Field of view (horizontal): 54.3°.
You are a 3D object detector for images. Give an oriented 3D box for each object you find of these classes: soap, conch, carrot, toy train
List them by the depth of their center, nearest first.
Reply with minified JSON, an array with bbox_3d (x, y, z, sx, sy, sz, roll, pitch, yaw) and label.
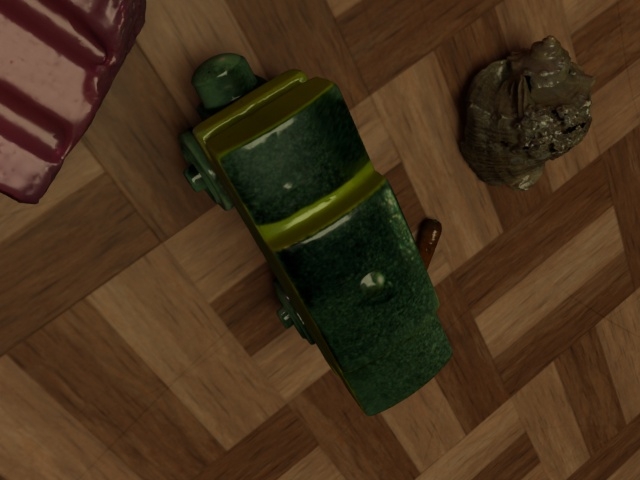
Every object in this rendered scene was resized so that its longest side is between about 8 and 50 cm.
[{"bbox_3d":[-0.352,-0.221,0.529,0.359,0.128,0.233,34,94,-33],"label":"soap"},{"bbox_3d":[0.000,0.000,0.713,0.179,0.272,0.442,-33,121,-9],"label":"toy train"},{"bbox_3d":[0.291,-0.169,0.896,0.178,0.163,0.245,4,131,5],"label":"conch"},{"bbox_3d":[0.159,0.012,0.942,0.032,0.032,0.093,3,113,-28],"label":"carrot"}]
